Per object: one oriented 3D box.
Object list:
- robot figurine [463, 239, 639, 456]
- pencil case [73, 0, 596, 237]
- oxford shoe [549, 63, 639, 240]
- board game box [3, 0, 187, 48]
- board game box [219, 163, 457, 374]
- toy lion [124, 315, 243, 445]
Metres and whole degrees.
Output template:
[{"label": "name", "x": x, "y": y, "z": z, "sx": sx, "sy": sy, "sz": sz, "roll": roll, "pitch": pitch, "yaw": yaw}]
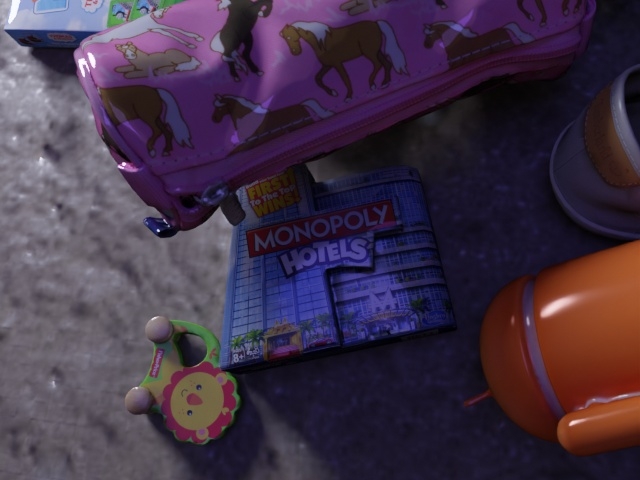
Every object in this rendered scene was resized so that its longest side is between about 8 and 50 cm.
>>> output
[{"label": "robot figurine", "x": 0.207, "y": 0.068, "z": 0.452, "sx": 0.220, "sy": 0.128, "sz": 0.158, "roll": -22, "pitch": 58, "yaw": 33}, {"label": "pencil case", "x": 0.019, "y": -0.141, "z": 0.512, "sx": 0.386, "sy": 0.160, "sz": 0.167, "roll": -25, "pitch": 94, "yaw": -12}, {"label": "oxford shoe", "x": 0.404, "y": -0.089, "z": 0.477, "sx": 0.450, "sy": 0.130, "sz": 0.169, "roll": -8, "pitch": 71, "yaw": 7}, {"label": "board game box", "x": -0.217, "y": -0.282, "z": 0.701, "sx": 0.212, "sy": 0.039, "sz": 0.160, "roll": 5, "pitch": 76, "yaw": 13}, {"label": "board game box", "x": 0.000, "y": 0.000, "z": 0.566, "sx": 0.194, "sy": 0.060, "sz": 0.194, "roll": -14, "pitch": 73, "yaw": 7}, {"label": "toy lion", "x": -0.112, "y": 0.123, "z": 0.570, "sx": 0.096, "sy": 0.034, "sz": 0.100, "roll": 11, "pitch": 76, "yaw": 7}]
